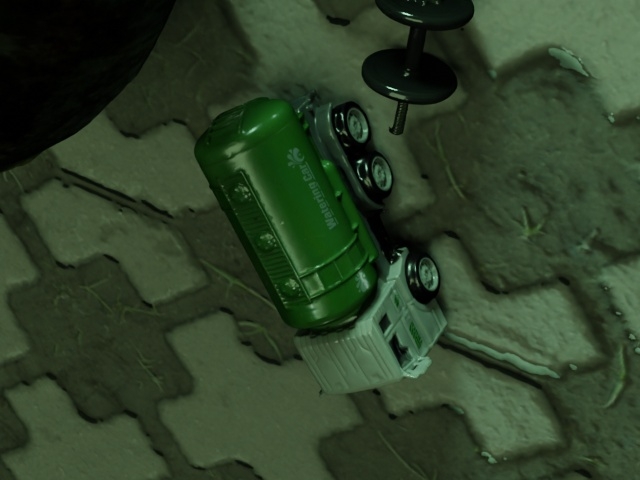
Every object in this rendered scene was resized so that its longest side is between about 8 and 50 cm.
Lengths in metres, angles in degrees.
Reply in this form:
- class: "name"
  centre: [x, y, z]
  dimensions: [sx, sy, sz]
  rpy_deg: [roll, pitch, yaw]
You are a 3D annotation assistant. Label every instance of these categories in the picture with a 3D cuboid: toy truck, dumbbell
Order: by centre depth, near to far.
- class: "dumbbell"
  centre: [0.066, -0.137, 0.886]
  dimensions: [0.069, 0.069, 0.147]
  rpy_deg: [21, 126, 15]
- class: "toy truck"
  centre: [0.000, 0.000, 0.969]
  dimensions: [0.101, 0.125, 0.242]
  rpy_deg: [-17, 111, 33]

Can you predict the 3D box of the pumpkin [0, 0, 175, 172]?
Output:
- class: "pumpkin"
  centre: [-0.271, -0.254, 0.816]
  dimensions: [0.454, 0.344, 0.454]
  rpy_deg: [5, 99, 34]
